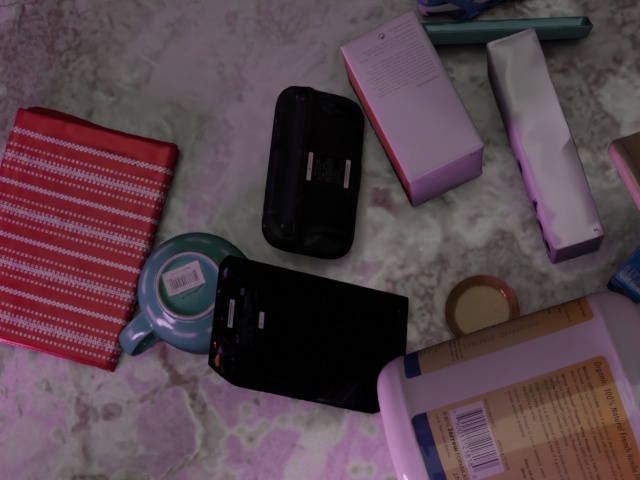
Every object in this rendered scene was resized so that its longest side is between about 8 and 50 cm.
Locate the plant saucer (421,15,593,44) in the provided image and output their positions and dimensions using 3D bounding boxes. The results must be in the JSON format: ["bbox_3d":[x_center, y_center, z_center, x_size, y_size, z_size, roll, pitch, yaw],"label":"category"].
[{"bbox_3d":[0.207,-0.236,1.540,0.192,0.067,0.018,-2,108,6],"label":"plant saucer"}]

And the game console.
[{"bbox_3d":[0.000,0.000,1.492,0.213,0.044,0.361,15,66,-21],"label":"game console"}]

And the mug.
[{"bbox_3d":[-0.140,0.068,1.497,0.129,0.097,0.157,21,82,9],"label":"mug"}]

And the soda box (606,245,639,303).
[{"bbox_3d":[0.404,-0.009,1.467,0.210,0.071,0.067,-45,78,-3],"label":"soda box"}]

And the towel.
[{"bbox_3d":[-0.288,-0.006,1.562,0.199,0.031,0.275,15,83,6],"label":"towel"}]

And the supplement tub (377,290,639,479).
[{"bbox_3d":[0.236,0.183,1.357,0.316,0.228,0.228,-19,78,8],"label":"supplement tub"}]

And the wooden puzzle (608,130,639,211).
[{"bbox_3d":[0.472,0.006,1.338,0.348,0.080,0.322,-19,76,-24],"label":"wooden puzzle"}]

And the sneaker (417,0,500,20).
[{"bbox_3d":[0.175,-0.285,1.558,0.144,0.059,0.053,-3,47,-10],"label":"sneaker"}]

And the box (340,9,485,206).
[{"bbox_3d":[0.101,-0.141,1.495,0.091,0.130,0.170,-26,77,0],"label":"box"}]

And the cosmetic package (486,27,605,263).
[{"bbox_3d":[0.241,-0.100,1.489,0.060,0.099,0.239,-17,77,2],"label":"cosmetic package"}]

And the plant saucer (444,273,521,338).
[{"bbox_3d":[0.178,0.079,1.503,0.083,0.015,0.083,-1,80,6],"label":"plant saucer"}]
